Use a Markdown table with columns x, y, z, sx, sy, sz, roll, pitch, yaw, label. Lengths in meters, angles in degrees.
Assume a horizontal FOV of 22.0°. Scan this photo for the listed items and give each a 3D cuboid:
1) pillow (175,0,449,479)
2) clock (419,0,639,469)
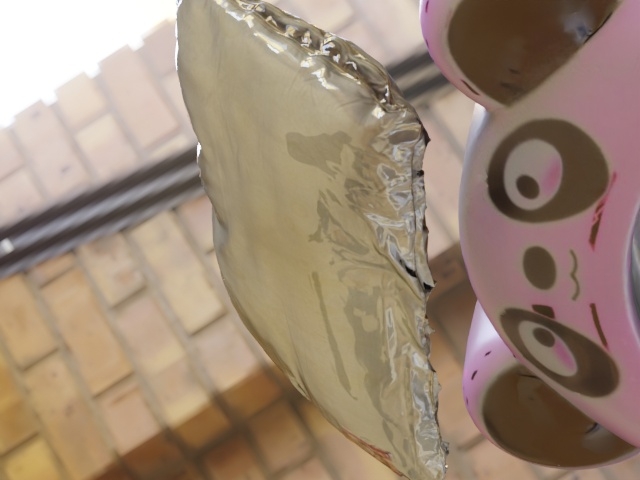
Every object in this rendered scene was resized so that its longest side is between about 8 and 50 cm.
| x | y | z | sx | sy | sz | roll | pitch | yaw | label |
| --- | --- | --- | --- | --- | --- | --- | --- | --- | --- |
| 0.000 | 0.000 | 0.669 | 0.128 | 0.051 | 0.229 | 36 | 150 | 35 | pillow |
| 0.156 | -0.013 | 0.440 | 0.090 | 0.248 | 0.227 | -71 | -23 | -50 | clock |
